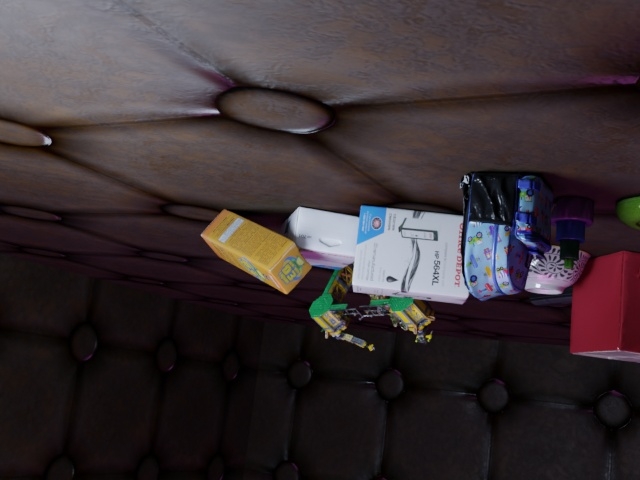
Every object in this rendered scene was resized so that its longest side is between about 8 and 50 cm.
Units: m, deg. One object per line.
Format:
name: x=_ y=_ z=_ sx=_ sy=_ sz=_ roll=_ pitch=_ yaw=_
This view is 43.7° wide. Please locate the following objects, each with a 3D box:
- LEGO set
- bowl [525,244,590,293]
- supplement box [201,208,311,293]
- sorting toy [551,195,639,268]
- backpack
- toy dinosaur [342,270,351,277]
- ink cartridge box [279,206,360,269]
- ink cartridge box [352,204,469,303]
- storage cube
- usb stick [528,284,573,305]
LEGO set: x=0.162 y=0.125 z=1.640 sx=0.331 sy=0.255 sz=0.192 roll=-17 pitch=129 yaw=39
bowl: x=0.452 y=0.064 z=1.605 sx=0.170 sy=0.080 sz=0.170 roll=7 pitch=170 yaw=1
supplement box: x=-0.125 y=0.018 z=1.516 sx=0.233 sy=0.080 sz=0.078 roll=22 pitch=155 yaw=45
sorting toy: x=0.518 y=0.008 z=1.154 sx=0.366 sy=0.126 sz=0.127 roll=2 pitch=168 yaw=22
backpack: x=0.266 y=0.000 z=1.150 sx=0.117 sy=0.173 sz=0.158 roll=2 pitch=167 yaw=27
toy dinosaur: x=0.095 y=0.091 z=2.144 sx=0.082 sy=0.047 sz=0.090 roll=25 pitch=128 yaw=-33
ink cartridge box: x=0.000 y=0.000 z=1.563 sx=0.140 sy=0.082 sz=0.191 roll=10 pitch=167 yaw=-12
ink cartridge box: x=0.165 y=0.025 z=1.411 sx=0.203 sy=0.148 sz=0.086 roll=5 pitch=167 yaw=5
storage cube: x=0.626 y=0.139 z=1.586 sx=0.184 sy=0.193 sz=0.215 roll=9 pitch=168 yaw=-10
usb stick: x=0.611 y=0.129 z=1.930 sx=0.077 sy=0.045 sz=0.278 roll=12 pitch=168 yaw=-20
